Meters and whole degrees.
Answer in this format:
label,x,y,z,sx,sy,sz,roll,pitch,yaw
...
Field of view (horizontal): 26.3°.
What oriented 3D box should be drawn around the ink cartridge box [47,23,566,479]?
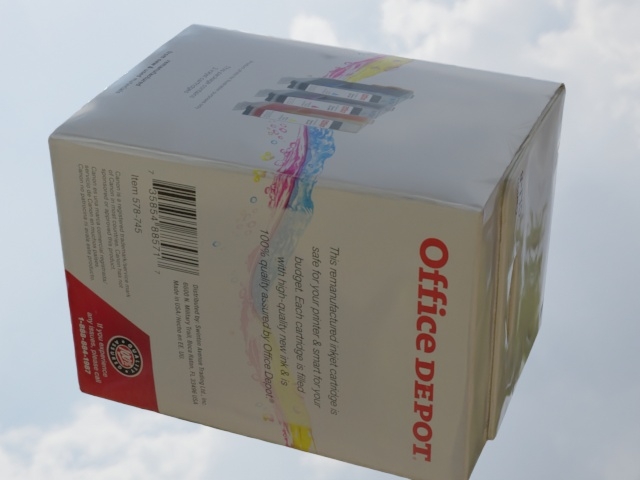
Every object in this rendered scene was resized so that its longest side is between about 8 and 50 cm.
label,x,y,z,sx,sy,sz,roll,pitch,yaw
ink cartridge box,0.000,0.000,0.568,0.127,0.176,0.128,-50,-33,-53
